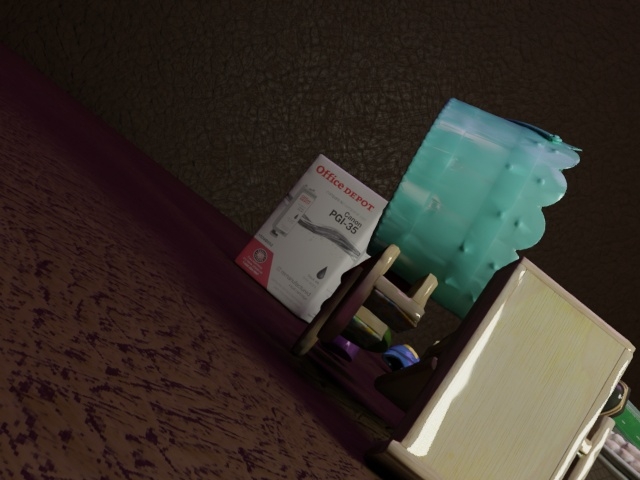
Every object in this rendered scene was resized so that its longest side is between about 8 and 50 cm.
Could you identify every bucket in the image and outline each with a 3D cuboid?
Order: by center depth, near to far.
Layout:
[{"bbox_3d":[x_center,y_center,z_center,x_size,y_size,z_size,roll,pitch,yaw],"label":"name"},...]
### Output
[{"bbox_3d":[0.197,-0.043,1.186,0.183,0.281,0.281,30,-1,7],"label":"bucket"}]

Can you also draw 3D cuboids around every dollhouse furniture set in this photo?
[{"bbox_3d":[0.150,0.208,1.064,0.362,0.256,0.394,39,-21,-2],"label":"dollhouse furniture set"}]

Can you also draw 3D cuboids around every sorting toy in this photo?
[{"bbox_3d":[0.088,0.087,1.417,0.127,0.126,0.365,34,-24,4],"label":"sorting toy"}]

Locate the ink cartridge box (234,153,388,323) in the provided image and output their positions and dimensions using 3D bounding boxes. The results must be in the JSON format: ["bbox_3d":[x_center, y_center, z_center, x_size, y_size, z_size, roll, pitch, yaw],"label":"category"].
[{"bbox_3d":[0.000,0.000,1.777,0.207,0.283,0.117,38,0,30],"label":"ink cartridge box"}]

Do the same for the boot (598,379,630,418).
[{"bbox_3d":[0.296,0.176,1.197,0.198,0.077,0.137,0,-33,46],"label":"boot"}]

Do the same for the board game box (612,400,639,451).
[{"bbox_3d":[0.386,0.272,1.331,0.317,0.046,0.213,50,-25,22],"label":"board game box"}]

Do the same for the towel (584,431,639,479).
[{"bbox_3d":[0.422,0.401,1.277,0.332,0.053,0.317,39,-30,43],"label":"towel"}]

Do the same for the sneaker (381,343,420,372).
[{"bbox_3d":[0.217,0.322,2.006,0.082,0.069,0.209,-13,52,-46],"label":"sneaker"}]
